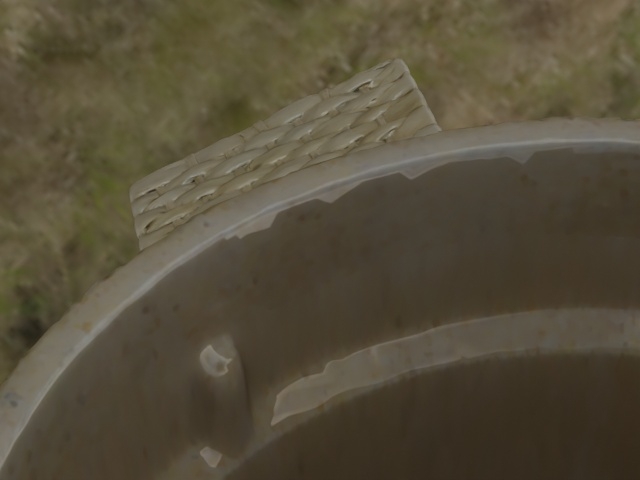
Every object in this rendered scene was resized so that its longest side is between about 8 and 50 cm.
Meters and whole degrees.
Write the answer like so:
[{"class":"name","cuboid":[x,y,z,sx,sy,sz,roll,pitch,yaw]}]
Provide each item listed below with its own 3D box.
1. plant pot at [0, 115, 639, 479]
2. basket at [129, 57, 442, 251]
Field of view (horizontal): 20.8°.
[{"class":"plant pot","cuboid":[0.080,0.188,0.474,0.334,0.334,0.305,-34,141,-31]},{"class":"basket","cuboid":[0.000,0.000,0.845,0.167,0.113,0.103,-25,124,3]}]
